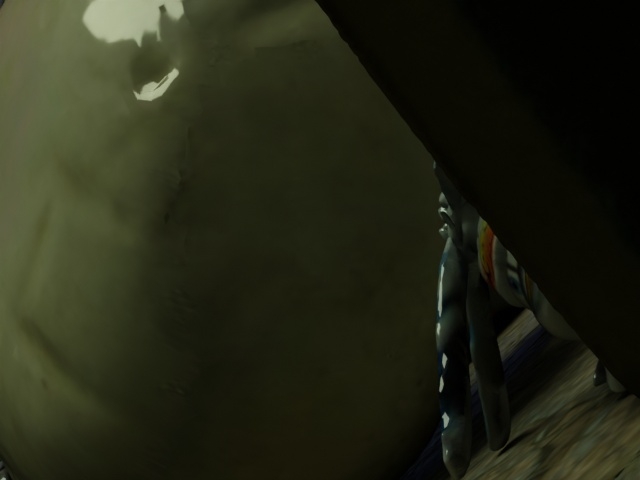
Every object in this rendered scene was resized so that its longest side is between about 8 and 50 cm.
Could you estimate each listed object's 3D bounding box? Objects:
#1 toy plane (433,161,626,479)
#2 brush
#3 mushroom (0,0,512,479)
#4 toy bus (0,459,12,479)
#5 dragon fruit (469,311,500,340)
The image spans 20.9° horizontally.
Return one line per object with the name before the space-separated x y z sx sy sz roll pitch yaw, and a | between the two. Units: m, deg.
toy plane | 0.116 -0.010 0.610 0.273 0.107 0.182 9 -91 -65
brush | 0.075 -0.067 0.436 0.123 0.197 0.059 -42 8 -25
mushroom | -0.027 -0.027 0.774 0.356 0.315 0.315 -38 -1 10
toy bus | -0.140 0.177 0.890 0.113 0.139 0.301 -42 6 7
dragon fruit | 0.000 0.000 1.121 0.305 0.226 0.305 -42 -4 -3
